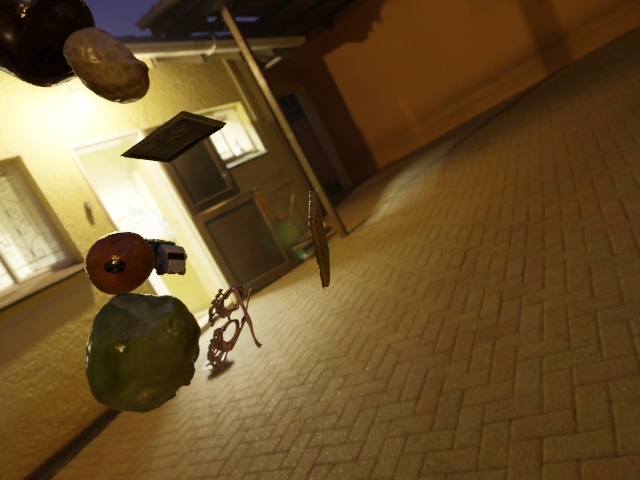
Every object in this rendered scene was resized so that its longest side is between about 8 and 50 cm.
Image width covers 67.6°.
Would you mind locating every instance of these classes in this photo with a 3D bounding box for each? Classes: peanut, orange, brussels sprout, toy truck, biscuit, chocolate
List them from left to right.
[{"bbox_3d":[-0.840,-0.606,1.363,0.383,0.331,0.383,-49,-12,-14],"label":"chocolate"},{"bbox_3d":[-0.403,-0.326,0.904,0.109,0.159,0.140,-54,23,-2],"label":"peanut"},{"bbox_3d":[-0.603,0.066,1.446,0.206,0.206,0.206,-27,9,5],"label":"orange"},{"bbox_3d":[-0.456,0.275,1.233,0.328,0.247,0.328,-52,-21,-30],"label":"brussels sprout"},{"bbox_3d":[-0.580,0.058,1.712,0.254,0.123,0.114,5,1,43],"label":"toy truck"},{"bbox_3d":[0.000,0.000,1.397,0.029,0.254,0.172,-7,37,5],"label":"biscuit"}]

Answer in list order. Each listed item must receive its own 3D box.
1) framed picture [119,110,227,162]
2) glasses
[{"bbox_3d":[-0.486,-0.335,1.604,0.296,0.019,0.232,-26,-8,25],"label":"framed picture"},{"bbox_3d":[-0.235,0.234,1.272,0.095,0.255,0.162,13,19,28],"label":"glasses"}]
